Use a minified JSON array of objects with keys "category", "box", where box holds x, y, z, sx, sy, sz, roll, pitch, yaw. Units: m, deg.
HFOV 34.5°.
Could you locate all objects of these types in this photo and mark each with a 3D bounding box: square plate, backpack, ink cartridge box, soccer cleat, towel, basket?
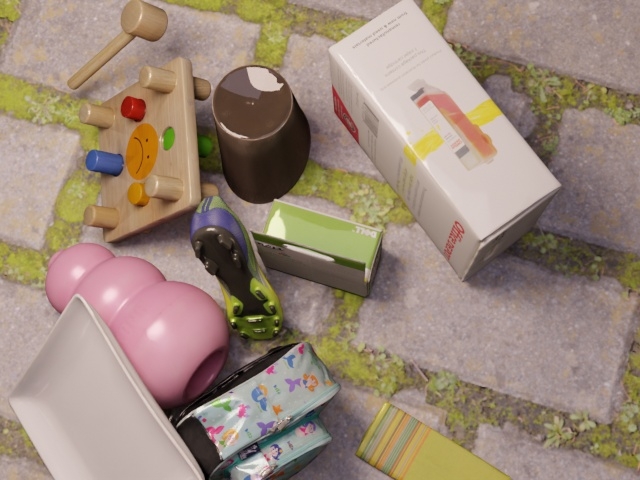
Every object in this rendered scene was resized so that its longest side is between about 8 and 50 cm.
[{"category":"square plate","box":[-0.329,0.299,1.583,0.049,0.347,0.344,-22,70,-46]},{"category":"backpack","box":[-0.084,0.276,1.593,0.253,0.225,0.191,-38,81,-17]},{"category":"ink cartridge box","box":[0.188,-0.152,1.658,0.160,0.279,0.384,-34,78,-7]},{"category":"ink cartridge box","box":[0.000,0.000,1.638,0.189,0.255,0.097,17,77,6]},{"category":"soccer cleat","box":[-0.125,0.048,1.644,0.093,0.289,0.121,-13,45,12]},{"category":"towel","box":[0.180,0.363,1.664,0.237,0.021,0.102,30,85,8]},{"category":"basket","box":[-0.100,-0.189,1.705,0.154,0.227,0.204,14,76,6]}]

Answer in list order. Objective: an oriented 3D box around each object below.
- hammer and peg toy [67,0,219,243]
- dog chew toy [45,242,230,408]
[{"category":"hammer and peg toy","box":[-0.295,-0.194,1.718,0.266,0.127,0.361,-20,70,43]},{"category":"dog chew toy","box":[-0.308,0.120,1.658,0.332,0.206,0.206,35,80,18]}]
